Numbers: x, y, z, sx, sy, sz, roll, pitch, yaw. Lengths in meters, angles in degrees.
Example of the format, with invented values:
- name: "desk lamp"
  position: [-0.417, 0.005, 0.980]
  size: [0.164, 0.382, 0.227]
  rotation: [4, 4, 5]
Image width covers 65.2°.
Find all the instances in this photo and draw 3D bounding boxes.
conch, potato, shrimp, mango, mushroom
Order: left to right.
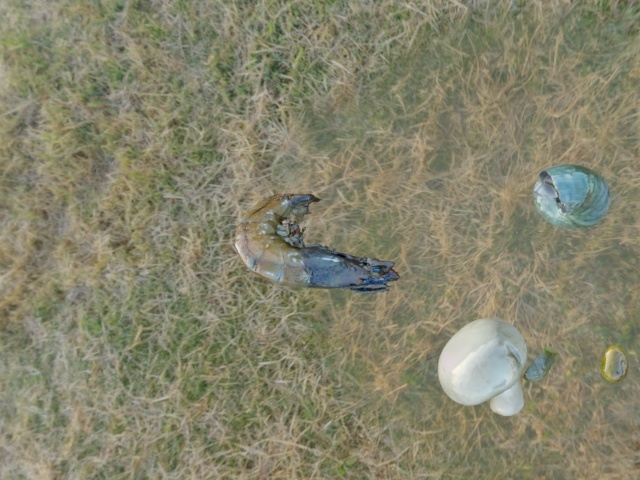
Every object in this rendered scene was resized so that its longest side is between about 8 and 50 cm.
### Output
- name: "shrimp"
  position: [0.000, 0.000, 0.878]
  size: [0.290, 0.222, 0.054]
  rotation: [14, 133, -5]
- name: "mushroom"
  position: [0.535, 0.417, 1.687]
  size: [0.315, 0.356, 0.315]
  rotation: [-4, 53, 6]
- name: "potato"
  position: [0.728, 0.403, 1.634]
  size: [0.054, 0.198, 0.119]
  rotation: [34, 113, 32]
- name: "conch"
  position: [0.677, -0.128, 1.375]
  size: [0.220, 0.277, 0.195]
  rotation: [41, 125, -3]
- name: "mango"
  position: [0.883, 0.371, 1.504]
  size: [0.078, 0.057, 0.114]
  rotation: [-8, 98, -2]
